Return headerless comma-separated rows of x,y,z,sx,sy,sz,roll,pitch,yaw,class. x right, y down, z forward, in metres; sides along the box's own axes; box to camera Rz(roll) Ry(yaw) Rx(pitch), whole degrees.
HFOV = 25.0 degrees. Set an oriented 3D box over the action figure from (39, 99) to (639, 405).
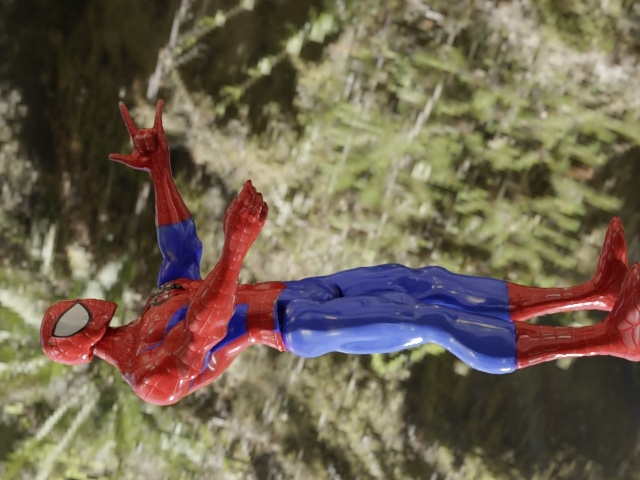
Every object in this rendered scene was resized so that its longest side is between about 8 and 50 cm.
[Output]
0.000,0.000,0.665,0.281,0.139,0.091,-8,-161,5,action figure
